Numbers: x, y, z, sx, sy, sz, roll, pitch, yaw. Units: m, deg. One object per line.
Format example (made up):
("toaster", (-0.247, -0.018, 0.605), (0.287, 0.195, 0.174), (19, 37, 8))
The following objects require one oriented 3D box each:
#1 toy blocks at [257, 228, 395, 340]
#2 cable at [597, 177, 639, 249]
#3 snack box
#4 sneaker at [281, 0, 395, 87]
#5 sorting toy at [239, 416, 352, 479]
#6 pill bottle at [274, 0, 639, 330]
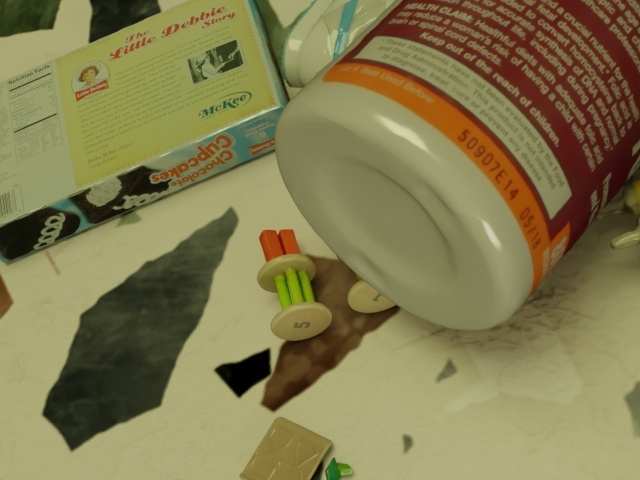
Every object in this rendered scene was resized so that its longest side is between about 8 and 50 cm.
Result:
("toy blocks", (0.000, 0.000, 0.983), (0.123, 0.054, 0.148), (-20, 55, 7))
("cable", (0.359, -0.042, 0.855), (0.287, 0.072, 0.139), (-32, 55, 5))
("snack box", (-0.194, -0.122, 1.128), (0.322, 0.060, 0.187), (-22, 55, 7))
("sneaker", (0.054, -0.233, 1.097), (0.092, 0.087, 0.229), (22, 76, 23))
("sorting toy", (-0.017, 0.180, 0.902), (0.083, 0.012, 0.062), (20, 64, 33))
("pill bottle", (0.170, -0.138, 0.885), (0.224, 0.224, 0.392), (29, 64, 33))
